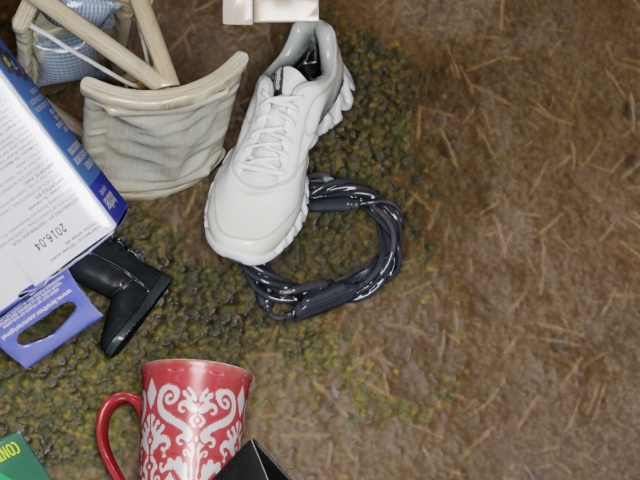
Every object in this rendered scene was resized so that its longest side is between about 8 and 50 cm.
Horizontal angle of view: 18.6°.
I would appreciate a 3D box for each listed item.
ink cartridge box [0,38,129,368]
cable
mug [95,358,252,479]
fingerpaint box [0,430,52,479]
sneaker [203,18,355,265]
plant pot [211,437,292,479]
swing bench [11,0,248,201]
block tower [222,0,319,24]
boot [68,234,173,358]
[{"bbox_3d":[-0.370,-0.050,1.882,0.270,0.151,0.395,-35,96,6],"label":"ink cartridge box"},{"bbox_3d":[0.000,0.000,2.069,0.184,0.047,0.150,-24,69,-15],"label":"cable"},{"bbox_3d":[-0.141,0.215,1.943,0.113,0.150,0.169,19,67,-41],"label":"mug"},{"bbox_3d":[-0.357,0.428,1.700,0.445,0.163,0.371,-25,74,-40],"label":"fingerpaint box"},{"bbox_3d":[-0.047,-0.107,2.035,0.110,0.118,0.292,15,58,9],"label":"sneaker"},{"bbox_3d":[-0.057,0.334,1.813,0.167,0.188,0.187,-38,118,4],"label":"plant pot"},{"bbox_3d":[-0.216,-0.177,1.985,0.165,0.253,0.255,-34,77,-19],"label":"swing bench"},{"bbox_3d":[-0.048,-0.273,2.014,0.097,0.335,0.091,-1,99,1],"label":"block tower"},{"bbox_3d":[-0.220,0.051,2.009,0.099,0.045,0.121,33,61,2],"label":"boot"}]
